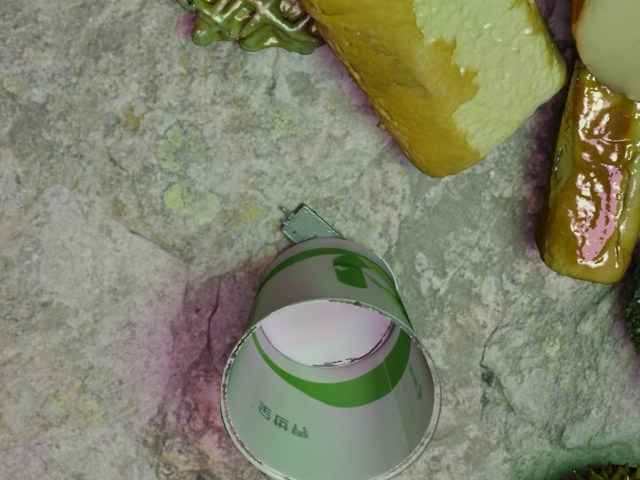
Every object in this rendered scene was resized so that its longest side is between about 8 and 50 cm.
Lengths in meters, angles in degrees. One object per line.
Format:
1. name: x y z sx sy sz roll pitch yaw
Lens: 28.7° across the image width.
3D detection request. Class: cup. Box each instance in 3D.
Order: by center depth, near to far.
1. cup: 0.011 0.134 1.523 0.253 0.274 0.253 0 111 0

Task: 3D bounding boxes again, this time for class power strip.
1. power strip: 0.000 0.000 1.628 0.136 0.019 0.051 40 99 -16

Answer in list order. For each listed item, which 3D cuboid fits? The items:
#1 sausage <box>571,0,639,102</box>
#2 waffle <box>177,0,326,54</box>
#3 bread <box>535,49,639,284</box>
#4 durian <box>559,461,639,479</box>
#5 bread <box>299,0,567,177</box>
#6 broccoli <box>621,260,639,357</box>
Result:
1. sausage: 0.408 -0.329 1.424 0.233 0.287 0.233 8 145 6
2. waffle: -0.038 -0.367 1.495 0.317 0.073 0.297 -4 107 -11
3. bread: 0.355 -0.101 1.579 0.132 0.167 0.294 13 105 13
4. durian: 0.434 0.474 1.655 0.348 0.384 0.347 -31 131 -43
5. bread: 0.122 -0.256 1.445 0.236 0.165 0.375 -39 136 2
6. broccoli: 0.515 0.121 1.603 0.235 0.260 0.288 -20 84 22
